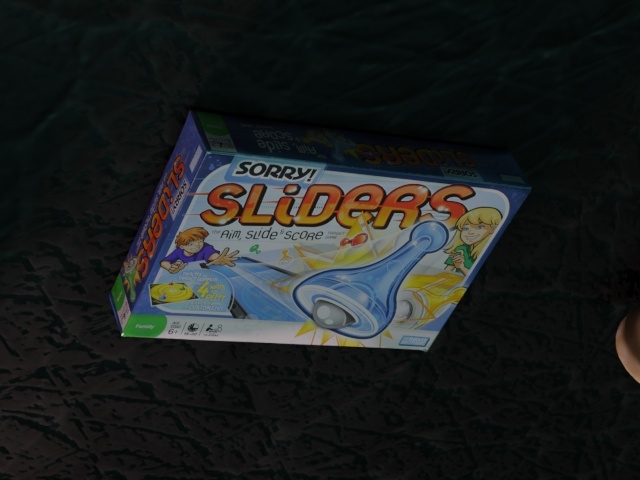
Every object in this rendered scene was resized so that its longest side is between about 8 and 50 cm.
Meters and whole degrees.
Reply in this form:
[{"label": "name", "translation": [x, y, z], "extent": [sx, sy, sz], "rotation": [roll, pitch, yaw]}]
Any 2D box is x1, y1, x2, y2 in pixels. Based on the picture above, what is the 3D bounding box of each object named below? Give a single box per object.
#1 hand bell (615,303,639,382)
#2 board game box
[{"label": "hand bell", "translation": [0.260, -0.026, 0.880], "extent": [0.126, 0.126, 0.242], "rotation": [-8, 125, -18]}, {"label": "board game box", "translation": [0.000, 0.000, 0.815], "extent": [0.201, 0.035, 0.136], "rotation": [4, 132, -29]}]
